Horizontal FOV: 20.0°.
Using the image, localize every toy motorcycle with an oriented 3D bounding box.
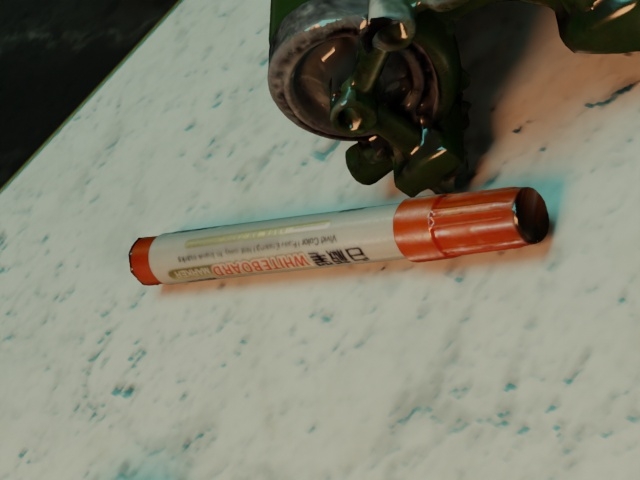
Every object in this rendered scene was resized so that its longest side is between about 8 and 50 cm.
[{"bbox_3d":[0.075,-0.136,0.777,0.275,0.127,0.205,-33,36,31],"label":"toy motorcycle"}]

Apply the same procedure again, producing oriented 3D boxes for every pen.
[{"bbox_3d":[0.000,0.000,0.799,0.239,0.028,0.028,-6,52,44],"label":"pen"}]
